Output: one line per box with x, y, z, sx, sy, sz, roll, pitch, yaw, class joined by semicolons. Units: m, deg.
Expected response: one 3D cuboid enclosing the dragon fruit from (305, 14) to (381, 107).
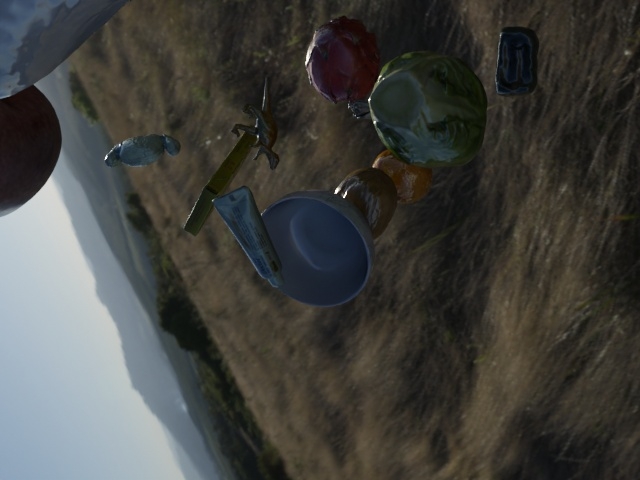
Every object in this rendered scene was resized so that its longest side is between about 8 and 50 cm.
0.069;-0.532;2.035;0.241;0.241;0.252;45;127;46;dragon fruit

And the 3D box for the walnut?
0.109;-0.090;1.717;0.167;0.167;0.207;51;132;34;walnut

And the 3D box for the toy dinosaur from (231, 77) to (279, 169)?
-0.106;-0.241;1.421;0.126;0.162;0.039;35;172;-1;toy dinosaur

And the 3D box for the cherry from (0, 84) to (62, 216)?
-0.480;-0.118;0.880;0.221;0.307;0.261;58;-165;6;cherry

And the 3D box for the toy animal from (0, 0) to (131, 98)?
-0.243;-0.221;0.549;0.272;0.265;0.206;34;168;43;toy animal

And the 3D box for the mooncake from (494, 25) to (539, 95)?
0.480;-0.439;1.681;0.104;0.168;0.175;8;140;23;mooncake

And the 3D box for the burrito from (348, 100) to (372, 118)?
0.161;-0.345;1.828;0.051;0.171;0.042;72;-157;-61;burrito

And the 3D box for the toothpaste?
-0.116;0.001;1.228;0.255;0.067;0.037;66;-176;-45;toothpaste

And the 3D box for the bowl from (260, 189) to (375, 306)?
0.000;0.000;1.616;0.287;0.144;0.287;10;121;17;bowl

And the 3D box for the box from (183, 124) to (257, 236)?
-0.231;-0.148;1.630;0.041;0.279;0.153;32;133;-7;box

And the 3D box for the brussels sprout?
0.198;-0.250;1.295;0.210;0.271;0.219;1;90;30;brussels sprout

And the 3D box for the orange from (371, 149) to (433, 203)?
0.228;-0.180;1.931;0.177;0.178;0.155;11;82;69;orange

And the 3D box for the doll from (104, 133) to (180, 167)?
-0.487;-0.249;1.878;0.071;0.214;0.103;73;-175;-51;doll
